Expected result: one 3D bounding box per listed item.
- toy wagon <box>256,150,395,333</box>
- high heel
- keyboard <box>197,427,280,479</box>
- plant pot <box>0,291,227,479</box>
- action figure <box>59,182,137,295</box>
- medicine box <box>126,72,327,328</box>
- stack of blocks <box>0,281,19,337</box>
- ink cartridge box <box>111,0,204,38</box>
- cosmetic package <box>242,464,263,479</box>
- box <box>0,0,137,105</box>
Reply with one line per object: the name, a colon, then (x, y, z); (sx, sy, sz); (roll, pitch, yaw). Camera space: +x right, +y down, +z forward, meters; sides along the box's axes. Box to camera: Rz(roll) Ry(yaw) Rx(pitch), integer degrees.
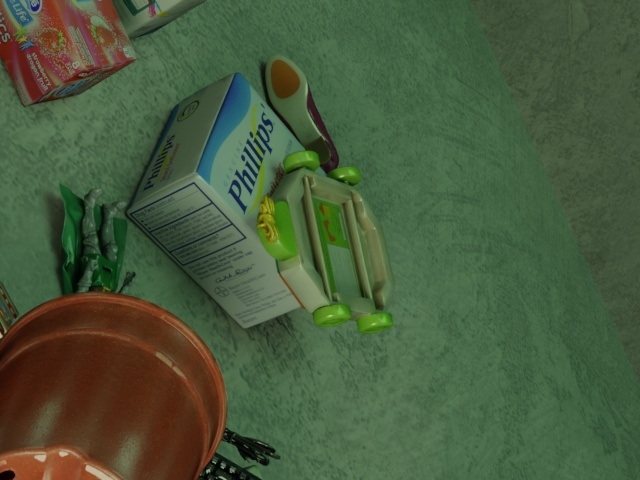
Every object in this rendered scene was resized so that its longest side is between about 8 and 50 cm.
toy wagon: (0.000, 0.000, 1.538); (0.344, 0.068, 0.267); (15, 58, -53)
high heel: (-0.034, -0.237, 1.952); (0.244, 0.082, 0.117); (59, 0, 10)
keyboard: (-0.158, 0.268, 1.286); (0.317, 0.033, 0.201); (31, 24, -2)
plant pot: (-0.240, 0.227, 1.024); (0.272, 0.272, 0.265); (56, 11, -17)
action figure: (-0.293, 0.049, 1.350); (0.137, 0.064, 0.232); (29, 51, -51)
medicine box: (-0.123, -0.062, 1.598); (0.289, 0.149, 0.263); (49, 35, -30)
stack of blocks: (-0.384, 0.029, 1.012); (0.171, 0.087, 0.297); (63, -13, -7)
ink cartridge box: (-0.227, -0.390, 1.571); (0.078, 0.231, 0.134); (63, 30, -8)
cosmetic package: (-0.167, 0.411, 1.248); (0.309, 0.113, 0.160); (-19, 86, -59)
box: (-0.379, -0.329, 1.395); (0.123, 0.128, 0.256); (-31, 97, -60)
